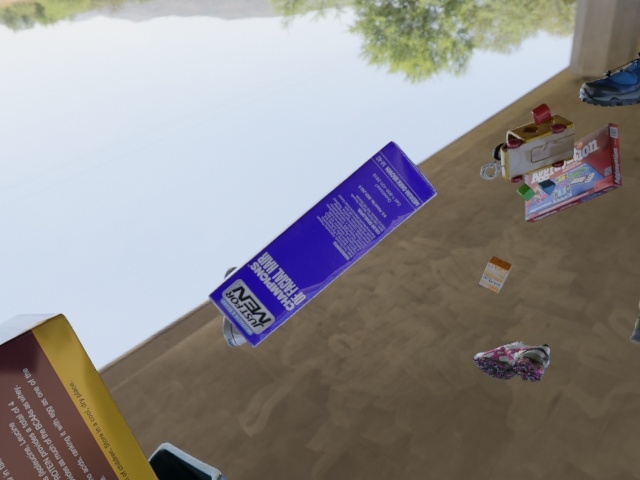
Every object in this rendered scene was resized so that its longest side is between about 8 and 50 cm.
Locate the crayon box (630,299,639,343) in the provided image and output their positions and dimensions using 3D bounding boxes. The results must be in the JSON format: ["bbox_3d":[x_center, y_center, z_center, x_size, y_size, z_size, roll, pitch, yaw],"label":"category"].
[{"bbox_3d":[0.411,0.017,0.403,0.203,0.083,0.323,18,-151,34],"label":"crayon box"}]

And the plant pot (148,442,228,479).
[{"bbox_3d":[-0.196,0.509,0.722,0.248,0.252,0.247,-15,-150,52],"label":"plant pot"}]

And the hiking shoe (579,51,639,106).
[{"bbox_3d":[0.645,-0.343,0.887,0.305,0.131,0.113,-14,-161,18],"label":"hiking shoe"}]

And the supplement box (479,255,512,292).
[{"bbox_3d":[0.523,0.102,1.419,0.062,0.098,0.036,29,-133,25],"label":"supplement box"}]

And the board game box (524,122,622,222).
[{"bbox_3d":[0.585,-0.149,1.127,0.027,0.144,0.281,10,164,-12],"label":"board game box"}]

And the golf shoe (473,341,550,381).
[{"bbox_3d":[0.436,0.271,1.085,0.086,0.067,0.186,-46,-164,-30],"label":"golf shoe"}]

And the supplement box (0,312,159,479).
[{"bbox_3d":[-0.220,0.173,0.284,0.129,0.191,0.194,-10,-162,47],"label":"supplement box"}]

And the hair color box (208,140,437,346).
[{"bbox_3d":[0.000,0.000,0.743,0.339,0.110,0.185,-42,-176,2],"label":"hair color box"}]

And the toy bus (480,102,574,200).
[{"bbox_3d":[0.464,-0.208,1.075,0.202,0.190,0.104,21,-155,-23],"label":"toy bus"}]

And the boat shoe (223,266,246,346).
[{"bbox_3d":[-0.222,0.174,1.354,0.088,0.096,0.267,-19,-140,10],"label":"boat shoe"}]
